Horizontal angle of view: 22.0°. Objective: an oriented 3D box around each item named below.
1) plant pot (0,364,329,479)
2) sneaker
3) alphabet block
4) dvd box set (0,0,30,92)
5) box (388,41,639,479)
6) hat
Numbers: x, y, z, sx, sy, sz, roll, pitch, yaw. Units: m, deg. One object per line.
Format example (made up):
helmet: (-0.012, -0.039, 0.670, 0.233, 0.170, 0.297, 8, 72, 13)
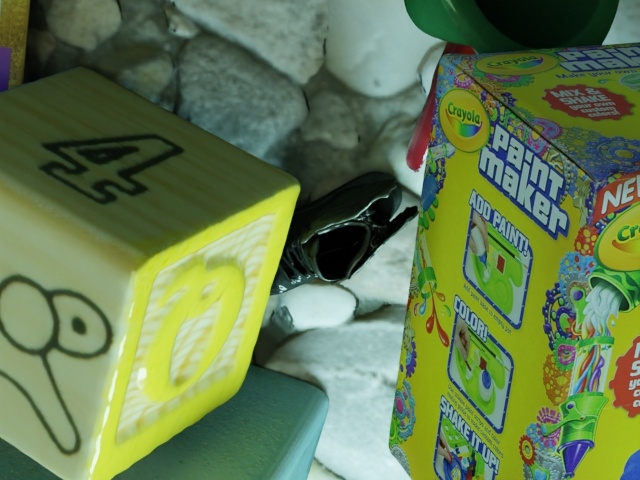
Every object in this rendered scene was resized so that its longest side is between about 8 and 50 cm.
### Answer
plant pot: (-0.164, 0.235, 1.223, 0.247, 0.252, 0.247, 18, 120, 6)
sneaker: (0.002, 0.002, 1.155, 0.170, 0.089, 0.051, -33, 104, 26)
alphabet block: (-0.160, 0.019, 1.121, 0.197, 0.193, 0.192, 30, 123, 20)
dvd box set: (-0.337, -0.239, 1.085, 0.307, 0.062, 0.420, 4, 119, -11)
box: (0.218, 0.037, 0.990, 0.290, 0.177, 0.279, -7, 120, -22)
hat: (0.072, -0.169, 1.055, 0.183, 0.173, 0.209, -4, 76, 51)
